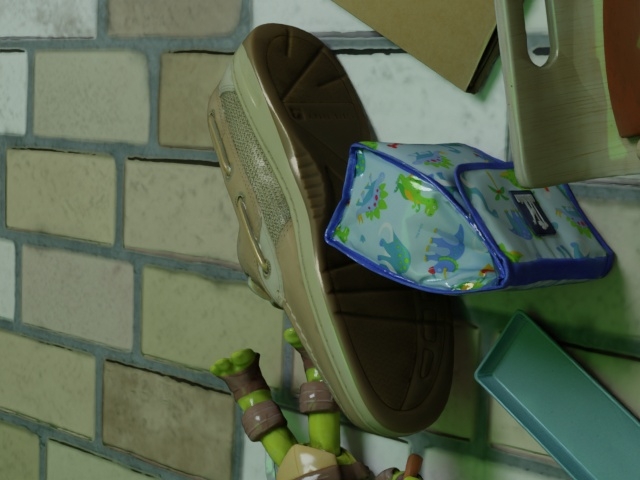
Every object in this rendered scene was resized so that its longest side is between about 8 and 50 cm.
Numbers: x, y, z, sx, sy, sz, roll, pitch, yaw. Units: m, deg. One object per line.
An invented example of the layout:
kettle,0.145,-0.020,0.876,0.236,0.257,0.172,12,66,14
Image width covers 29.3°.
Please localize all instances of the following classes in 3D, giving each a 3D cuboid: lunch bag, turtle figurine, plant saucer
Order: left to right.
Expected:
turtle figurine,0.005,0.178,0.953,0.270,0.087,0.217,-27,70,31
lunch bag,0.103,-0.009,0.819,0.151,0.129,0.096,32,115,37
plant saucer,0.186,0.132,0.829,0.192,0.018,0.067,47,122,31

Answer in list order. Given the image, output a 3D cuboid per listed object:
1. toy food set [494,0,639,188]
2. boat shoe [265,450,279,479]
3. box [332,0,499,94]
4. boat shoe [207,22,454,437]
toy food set,0.223,-0.143,0.629,0.306,0.092,0.219,-2,98,45
boat shoe,-0.021,0.209,1.019,0.035,0.035,0.100,-13,80,15
box,0.075,-0.227,0.900,0.201,0.021,0.164,41,119,33
boat shoe,0.000,0.000,0.931,0.110,0.122,0.341,-42,55,41
